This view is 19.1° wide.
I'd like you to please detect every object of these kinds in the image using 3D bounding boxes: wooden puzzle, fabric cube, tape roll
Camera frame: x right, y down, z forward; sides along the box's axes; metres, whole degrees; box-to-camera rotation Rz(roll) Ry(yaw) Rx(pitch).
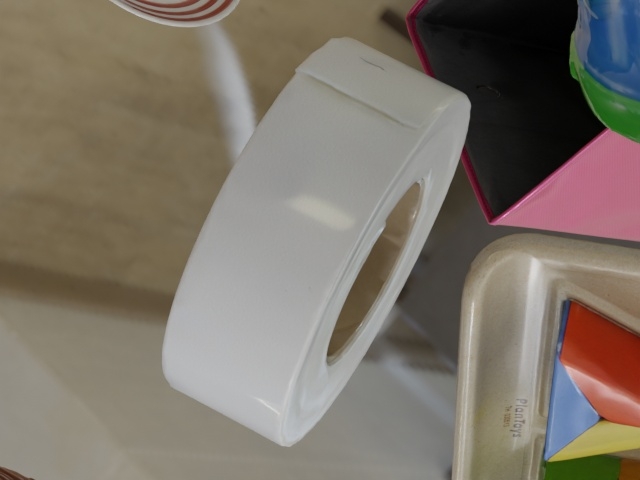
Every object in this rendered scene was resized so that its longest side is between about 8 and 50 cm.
[{"bbox_3d":[0.255,0.141,1.182,0.322,0.347,0.080,88,9,-48],"label":"wooden puzzle"},{"bbox_3d":[0.285,-0.172,1.811,0.258,0.259,0.254,5,144,-41],"label":"fabric cube"},{"bbox_3d":[0.000,0.000,1.356,0.286,0.100,0.286,-58,167,-21],"label":"tape roll"}]

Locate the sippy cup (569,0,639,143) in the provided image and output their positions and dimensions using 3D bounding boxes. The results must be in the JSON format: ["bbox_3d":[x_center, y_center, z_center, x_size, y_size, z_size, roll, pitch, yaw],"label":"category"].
[{"bbox_3d":[0.244,-0.206,1.127,0.240,0.305,0.224,-52,135,-36],"label":"sippy cup"}]

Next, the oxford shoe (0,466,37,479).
[{"bbox_3d":[-0.344,0.277,1.664,0.397,0.140,0.147,10,103,-54],"label":"oxford shoe"}]

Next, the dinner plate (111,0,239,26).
[{"bbox_3d":[-0.101,-0.173,1.038,0.141,0.141,0.017,-11,160,-47],"label":"dinner plate"}]
